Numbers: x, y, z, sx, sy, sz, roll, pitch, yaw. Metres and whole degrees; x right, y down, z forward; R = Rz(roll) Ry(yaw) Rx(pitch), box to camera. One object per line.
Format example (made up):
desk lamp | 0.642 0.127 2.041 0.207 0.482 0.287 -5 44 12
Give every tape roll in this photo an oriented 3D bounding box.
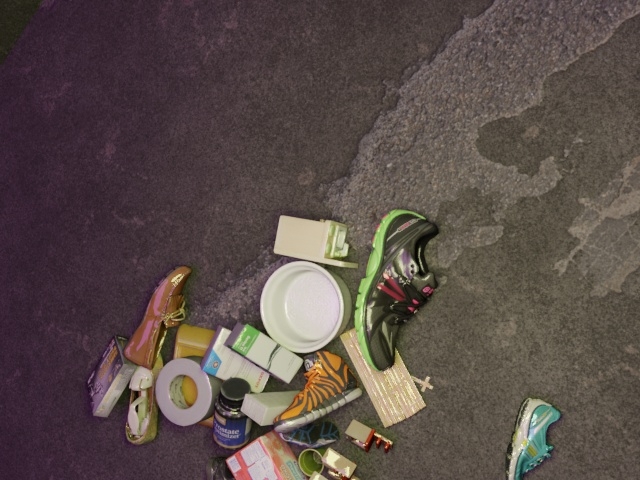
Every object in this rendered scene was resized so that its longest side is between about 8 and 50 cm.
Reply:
tape roll | -0.431 0.491 1.997 0.219 0.072 0.219 -1 86 24

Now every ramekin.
ramekin | -0.036 0.205 1.900 0.278 0.135 0.276 -2 85 23

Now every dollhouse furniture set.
dollhouse furniture set | 0.089 0.669 1.769 0.135 0.262 0.259 27 66 20

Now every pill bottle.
pill bottle | -0.268 0.533 1.880 0.123 0.123 0.219 24 126 22

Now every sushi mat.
sushi mat | 0.186 0.394 1.852 0.152 0.019 0.316 -33 73 19

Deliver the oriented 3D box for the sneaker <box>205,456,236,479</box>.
sneaker | -0.298 0.826 1.997 0.130 0.087 0.227 -17 75 28

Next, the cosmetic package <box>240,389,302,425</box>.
cosmetic package | -0.119 0.507 1.850 0.099 0.239 0.060 24 98 41

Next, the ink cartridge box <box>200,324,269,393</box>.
ink cartridge box | -0.258 0.379 1.941 0.203 0.086 0.148 28 81 -15

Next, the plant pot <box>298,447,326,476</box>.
plant pot | -0.014 0.679 1.890 0.084 0.079 0.083 -1 88 22

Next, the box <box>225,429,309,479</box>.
box | -0.138 0.764 1.903 0.154 0.142 0.299 -39 74 16

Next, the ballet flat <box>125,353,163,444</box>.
ballet flat | -0.624 0.545 2.138 0.123 0.123 0.348 3 87 23

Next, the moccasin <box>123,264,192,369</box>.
moccasin | -0.536 0.263 2.100 0.147 0.139 0.379 27 84 6

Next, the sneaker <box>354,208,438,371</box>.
sneaker | 0.227 0.149 1.758 0.203 0.185 0.482 11 88 23

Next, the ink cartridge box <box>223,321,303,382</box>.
ink cartridge box | -0.175 0.339 1.843 0.209 0.153 0.086 35 74 -12

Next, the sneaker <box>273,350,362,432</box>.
sneaker | -0.036 0.440 1.807 0.124 0.321 0.180 -42 70 44

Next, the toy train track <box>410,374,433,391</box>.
toy train track | 0.295 0.421 1.812 0.083 0.014 0.048 23 95 23

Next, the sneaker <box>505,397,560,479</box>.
sneaker | 0.568 0.568 1.645 0.110 0.107 0.275 17 94 13

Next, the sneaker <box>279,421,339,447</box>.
sneaker | -0.041 0.598 1.847 0.081 0.211 0.080 -47 42 30

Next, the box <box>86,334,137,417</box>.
box | -0.752 0.485 2.181 0.231 0.056 0.183 -57 37 11

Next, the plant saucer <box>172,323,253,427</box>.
plant saucer | -0.385 0.474 2.061 0.333 0.081 0.332 7 89 23

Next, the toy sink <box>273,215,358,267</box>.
toy sink | 0.000 0.000 1.889 0.234 0.153 0.131 11 91 24
